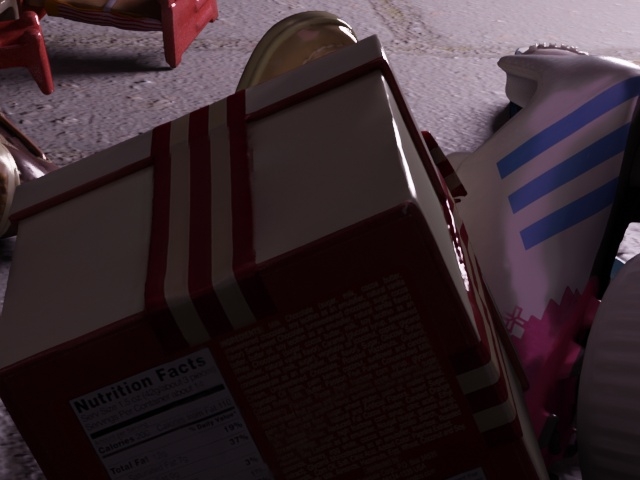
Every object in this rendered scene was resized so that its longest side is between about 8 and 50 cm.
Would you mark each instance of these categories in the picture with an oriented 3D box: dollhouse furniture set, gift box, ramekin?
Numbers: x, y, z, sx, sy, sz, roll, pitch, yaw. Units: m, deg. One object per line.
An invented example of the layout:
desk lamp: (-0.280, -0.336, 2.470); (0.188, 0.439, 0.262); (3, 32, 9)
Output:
dollhouse furniture set: (-0.276, -0.221, 1.997); (0.201, 0.152, 0.374); (13, 39, 20)
gift box: (-0.023, 0.076, 1.045); (0.255, 0.276, 0.258); (-18, 26, 5)
ramekin: (0.232, 0.093, 1.143); (0.109, 0.207, 0.207); (7, 19, 32)

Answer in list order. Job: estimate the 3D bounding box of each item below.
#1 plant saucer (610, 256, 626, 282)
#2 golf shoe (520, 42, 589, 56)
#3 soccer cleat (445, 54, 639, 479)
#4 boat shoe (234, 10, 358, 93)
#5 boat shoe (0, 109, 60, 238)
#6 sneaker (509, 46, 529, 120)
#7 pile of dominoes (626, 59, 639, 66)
plant saucer: (0.099, 0.029, 1.439); (0.318, 0.043, 0.317); (14, 18, -5)
golf shoe: (0.252, -0.115, 1.808); (0.176, 0.069, 0.086); (35, 42, 3)
soccer cleat: (0.127, 0.019, 1.262); (0.143, 0.116, 0.331); (14, 61, 17)
boat shoe: (0.000, 0.000, 1.213); (0.105, 0.285, 0.089); (-14, 30, -31)
boat shoe: (-0.322, -0.087, 1.634); (0.123, 0.123, 0.342); (1, 19, -43)
sneaker: (0.229, -0.150, 1.945); (0.081, 0.080, 0.211); (4, 22, 8)
pile of dominoes: (0.422, -0.161, 2.014); (0.251, 0.040, 0.196); (-1, 11, 10)
